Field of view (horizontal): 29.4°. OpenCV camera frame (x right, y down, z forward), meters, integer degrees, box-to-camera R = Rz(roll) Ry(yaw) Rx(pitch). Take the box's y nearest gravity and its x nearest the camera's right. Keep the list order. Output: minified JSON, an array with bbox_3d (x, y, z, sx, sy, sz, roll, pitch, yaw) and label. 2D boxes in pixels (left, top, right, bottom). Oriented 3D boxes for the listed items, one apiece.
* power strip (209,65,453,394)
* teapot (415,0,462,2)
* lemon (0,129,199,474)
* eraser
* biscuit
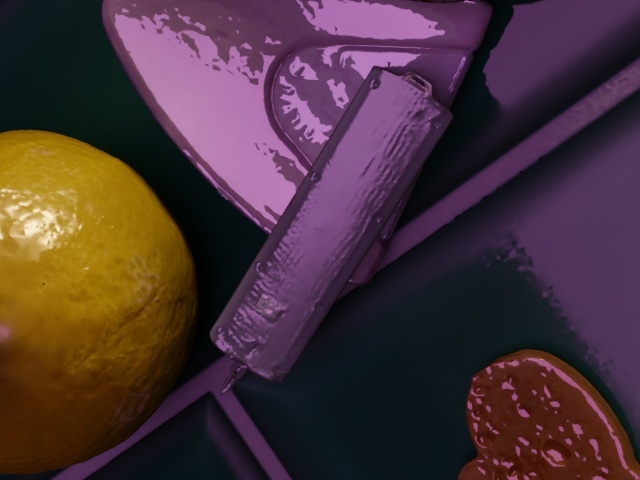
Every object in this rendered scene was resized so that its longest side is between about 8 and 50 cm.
[{"bbox_3d":[0.000,0.000,0.783,0.060,0.027,0.252,33,108,0],"label":"power strip"},{"bbox_3d":[0.081,-0.241,0.689,0.298,0.139,0.204,-6,81,11],"label":"teapot"},{"bbox_3d":[-0.211,0.046,0.823,0.240,0.219,0.240,3,102,16],"label":"lemon"},{"bbox_3d":[-0.032,-0.113,0.810,0.243,0.059,0.204,28,109,10],"label":"eraser"},{"bbox_3d":[0.145,0.143,0.809,0.118,0.023,0.140,-28,89,23],"label":"biscuit"}]
